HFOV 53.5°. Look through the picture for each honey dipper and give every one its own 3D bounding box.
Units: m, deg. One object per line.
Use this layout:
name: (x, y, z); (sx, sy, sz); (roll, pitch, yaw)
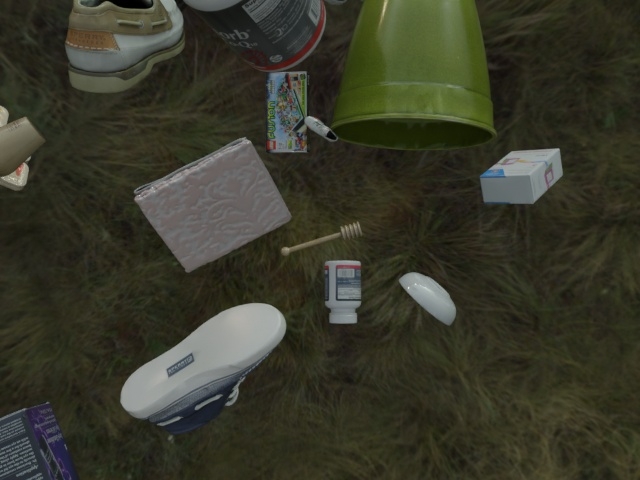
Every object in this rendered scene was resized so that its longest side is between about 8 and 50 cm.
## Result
honey dipper: (0.000, 0.000, 1.216); (0.160, 0.030, 0.030); (-16, 95, 4)

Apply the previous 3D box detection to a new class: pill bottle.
pill bottle: (0.065, 0.151, 1.860); (0.108, 0.108, 0.180); (1, 85, -5)
pill bottle: (-0.147, -0.486, 1.182); (0.210, 0.363, 0.210); (-6, 74, 22)

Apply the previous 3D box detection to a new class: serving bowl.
serving bowl: (0.136, 0.066, 0.775); (0.083, 0.083, 0.027); (40, 100, -6)

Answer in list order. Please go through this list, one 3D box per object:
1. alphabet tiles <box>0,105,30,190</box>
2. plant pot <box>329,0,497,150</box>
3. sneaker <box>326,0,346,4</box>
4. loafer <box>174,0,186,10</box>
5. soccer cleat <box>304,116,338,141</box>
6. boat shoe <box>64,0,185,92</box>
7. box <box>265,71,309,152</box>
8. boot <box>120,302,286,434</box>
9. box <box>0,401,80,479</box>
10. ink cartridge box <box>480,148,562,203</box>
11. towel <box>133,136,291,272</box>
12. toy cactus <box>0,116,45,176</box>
alphabet tiles: (-0.719, -0.204, 1.257); (0.284, 0.278, 0.021); (25, 131, -38)
plant pot: (0.209, -0.405, 1.407); (0.366, 0.366, 0.353); (3, 89, -5)
sneaker: (-0.008, -0.709, 1.551); (0.268, 0.153, 0.101); (38, 69, -16)
loafer: (-0.391, -0.748, 1.802); (0.078, 0.080, 0.220); (23, 105, -12)
soccer cleat: (0.003, -0.238, 1.357); (0.083, 0.035, 0.029); (34, 91, -21)
boat shoe: (-0.252, -0.299, 0.857); (0.113, 0.302, 0.103); (5, 124, -2)
box: (-0.086, -0.333, 1.663); (0.114, 0.036, 0.207); (0, 94, 10)
boot: (-0.106, 0.136, 0.661); (0.190, 0.069, 0.086); (-28, 138, 10)
box: (-0.459, 0.375, 0.998); (0.108, 0.153, 0.207); (-23, 86, -12)
ink cartridge box: (0.332, -0.107, 1.047); (0.122, 0.088, 0.052); (-33, 116, -41)
towel: (-0.273, -0.087, 1.669); (0.331, 0.053, 0.317); (-27, 136, -1)
toy cactus: (-0.391, -0.078, 0.684); (0.180, 0.219, 0.112); (-37, 135, -10)
